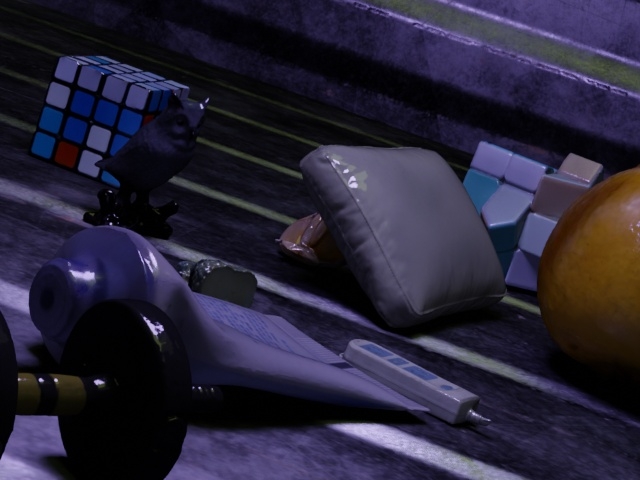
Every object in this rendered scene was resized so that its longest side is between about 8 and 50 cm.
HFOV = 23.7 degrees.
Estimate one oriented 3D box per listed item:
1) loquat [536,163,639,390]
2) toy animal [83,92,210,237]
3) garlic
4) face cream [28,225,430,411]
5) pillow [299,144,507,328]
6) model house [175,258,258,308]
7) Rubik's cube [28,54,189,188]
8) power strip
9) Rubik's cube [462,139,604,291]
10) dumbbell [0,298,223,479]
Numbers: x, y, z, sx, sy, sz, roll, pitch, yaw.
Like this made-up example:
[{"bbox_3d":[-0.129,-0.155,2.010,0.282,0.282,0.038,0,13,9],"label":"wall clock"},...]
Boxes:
[{"bbox_3d":[0.440,0.032,1.888,0.328,0.359,0.328,18,-12,4],"label":"loquat"},{"bbox_3d":[-0.207,-0.107,1.873,0.121,0.210,0.117,7,30,-46],"label":"toy animal"},{"bbox_3d":[0.002,-0.001,2.019,0.113,0.094,0.074,17,-30,23],"label":"garlic"},{"bbox_3d":[-0.097,0.083,1.437,0.235,0.137,0.420,27,7,41],"label":"face cream"},{"bbox_3d":[0.115,-0.014,1.965,0.322,0.120,0.255,-3,63,-61],"label":"pillow"},{"bbox_3d":[-0.124,0.045,1.644,0.079,0.066,0.083,9,14,-44],"label":"model house"},{"bbox_3d":[-0.297,-0.171,2.164,0.154,0.151,0.155,22,12,11],"label":"Rubik's cube"},{"bbox_3d":[0.098,0.149,1.585,0.191,0.030,0.047,25,14,31],"label":"power strip"},{"bbox_3d":[0.326,-0.035,2.317,0.213,0.224,0.265,25,8,26],"label":"Rubik's cube"},{"bbox_3d":[-0.197,0.107,1.063,0.325,0.143,0.143,7,16,-43],"label":"dumbbell"}]
